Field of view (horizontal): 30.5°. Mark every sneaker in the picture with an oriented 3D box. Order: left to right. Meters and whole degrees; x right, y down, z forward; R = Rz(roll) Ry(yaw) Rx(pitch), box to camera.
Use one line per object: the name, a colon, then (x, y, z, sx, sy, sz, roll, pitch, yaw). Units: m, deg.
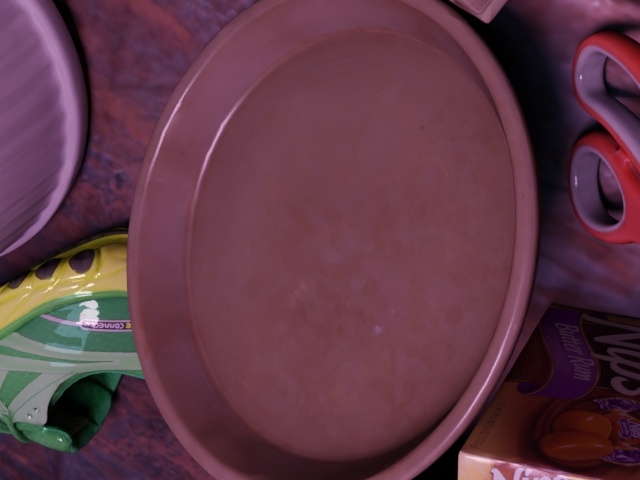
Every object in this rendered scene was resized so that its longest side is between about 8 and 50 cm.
sneaker: (-0.211, 0.096, 0.785, 0.295, 0.109, 0.123, -25, 96, 31)

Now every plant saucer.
plant saucer: (0.000, 0.000, 0.618, 0.278, 0.041, 0.278, -8, 78, 40)

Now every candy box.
candy box: (0.144, 0.093, 0.576, 0.109, 0.186, 0.053, 8, 112, 22)

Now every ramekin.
ramekin: (-0.287, -0.073, 0.701, 0.273, 0.127, 0.273, 5, 122, 9)

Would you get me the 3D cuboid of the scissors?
scissors: (0.171, 0.012, 0.503, 0.021, 0.297, 0.109, -5, 126, -13)

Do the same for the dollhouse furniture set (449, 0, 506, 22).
dollhouse furniture set: (0.034, -0.318, 0.511, 0.286, 0.198, 0.303, 32, 101, -36)
